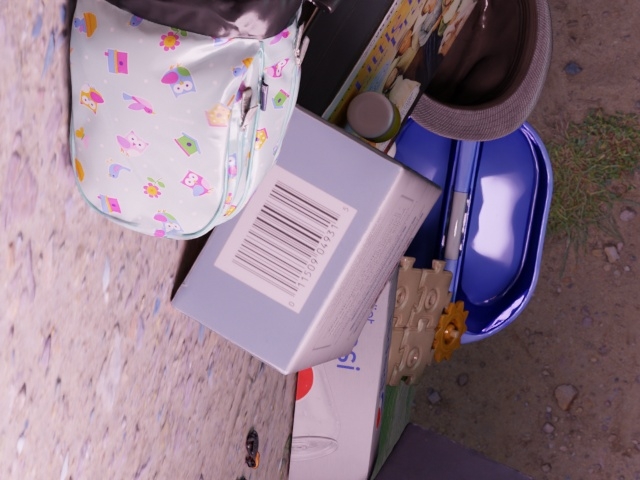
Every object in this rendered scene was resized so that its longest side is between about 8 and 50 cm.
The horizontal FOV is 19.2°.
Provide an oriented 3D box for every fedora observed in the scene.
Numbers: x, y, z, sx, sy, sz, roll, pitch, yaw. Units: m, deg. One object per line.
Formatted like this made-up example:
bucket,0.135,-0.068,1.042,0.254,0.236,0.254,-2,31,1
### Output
fedora,0.166,-0.261,2.396,0.124,0.243,0.275,-177,-93,-70

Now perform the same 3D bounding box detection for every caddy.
caddy,0.186,-0.032,2.573,0.179,0.241,0.341,-60,158,-79

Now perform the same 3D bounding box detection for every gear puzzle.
gear puzzle,0.098,0.101,2.406,0.339,0.044,0.175,5,103,-57

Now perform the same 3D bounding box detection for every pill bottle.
pill bottle,0.051,-0.113,1.762,0.083,0.043,0.043,13,87,-79

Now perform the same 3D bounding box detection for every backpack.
backpack,-0.081,-0.094,1.101,0.115,0.152,0.182,-46,152,-47

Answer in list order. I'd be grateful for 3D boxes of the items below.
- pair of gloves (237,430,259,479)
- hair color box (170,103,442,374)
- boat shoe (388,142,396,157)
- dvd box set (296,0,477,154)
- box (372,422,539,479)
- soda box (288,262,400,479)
pair of gloves,-0.073,0.237,1.919,0.074,0.010,0.083,81,20,-65
hair color box,0.000,0.000,1.617,0.185,0.113,0.374,-60,172,3
boat shoe,0.061,-0.149,2.212,0.184,0.066,0.063,-67,151,-49
dvd box set,0.078,-0.222,1.887,0.308,0.062,0.420,-59,171,-2
box,0.115,0.563,2.224,0.472,0.297,0.480,-53,158,-32
soda box,0.027,0.146,2.183,0.091,0.098,0.286,-67,164,-62
